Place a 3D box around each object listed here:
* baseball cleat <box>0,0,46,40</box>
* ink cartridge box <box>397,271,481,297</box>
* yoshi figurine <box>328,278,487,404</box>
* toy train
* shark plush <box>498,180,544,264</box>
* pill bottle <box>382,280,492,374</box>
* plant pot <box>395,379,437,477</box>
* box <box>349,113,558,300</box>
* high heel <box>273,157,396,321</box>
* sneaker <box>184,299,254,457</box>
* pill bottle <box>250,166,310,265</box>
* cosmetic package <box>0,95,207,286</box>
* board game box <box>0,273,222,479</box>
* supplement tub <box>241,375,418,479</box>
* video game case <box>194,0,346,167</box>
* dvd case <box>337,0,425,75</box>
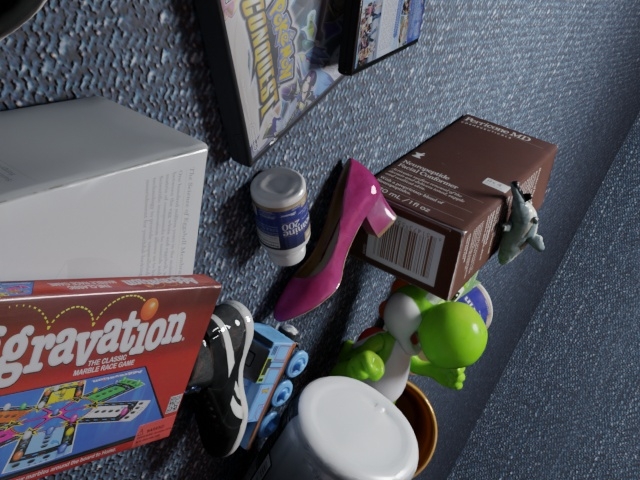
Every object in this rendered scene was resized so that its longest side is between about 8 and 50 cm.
[{"bbox_3d":[-0.177,-0.207,0.456,0.072,0.109,0.205,21,92,-50],"label":"baseball cleat"},{"bbox_3d":[0.251,0.064,1.493,0.209,0.109,0.062,-21,131,-55],"label":"ink cartridge box"},{"bbox_3d":[0.140,0.211,1.228,0.362,0.203,0.203,-55,176,13],"label":"yoshi figurine"},{"bbox_3d":[-0.091,0.199,1.022,0.105,0.080,0.184,15,102,-55],"label":"toy train"},{"bbox_3d":[0.313,-0.025,1.168,0.067,0.073,0.161,-24,148,-9],"label":"shark plush"},{"bbox_3d":[0.239,0.172,1.518,0.265,0.153,0.153,-22,131,-54],"label":"pill bottle"},{"bbox_3d":[0.125,0.358,1.447,0.205,0.205,0.188,-64,169,-2],"label":"plant pot"},{"bbox_3d":[0.235,-0.072,1.250,0.381,0.191,0.143,-35,142,-46],"label":"box"},{"bbox_3d":[0.000,0.000,1.043,0.244,0.082,0.117,-43,116,-10],"label":"high heel"},{"bbox_3d":[-0.152,0.185,0.901,0.121,0.079,0.216,-18,120,-52],"label":"sneaker"},{"bbox_3d":[-0.047,-0.025,0.908,0.067,0.067,0.120,-47,149,-32],"label":"pill bottle"},{"bbox_3d":[-0.218,0.028,0.557,0.225,0.138,0.224,-25,134,-50],"label":"cosmetic package"},{"bbox_3d":[-0.180,0.095,0.501,0.281,0.027,0.145,1,111,-61],"label":"board game box"},{"bbox_3d":[-0.013,0.388,1.132,0.207,0.207,0.338,-24,148,-53],"label":"supplement tub"},{"bbox_3d":[-0.028,-0.253,0.778,0.248,0.035,0.274,-48,150,-30],"label":"video game case"},{"bbox_3d":[0.086,-0.312,0.895,0.253,0.022,0.180,-43,145,-56],"label":"dvd case"}]
